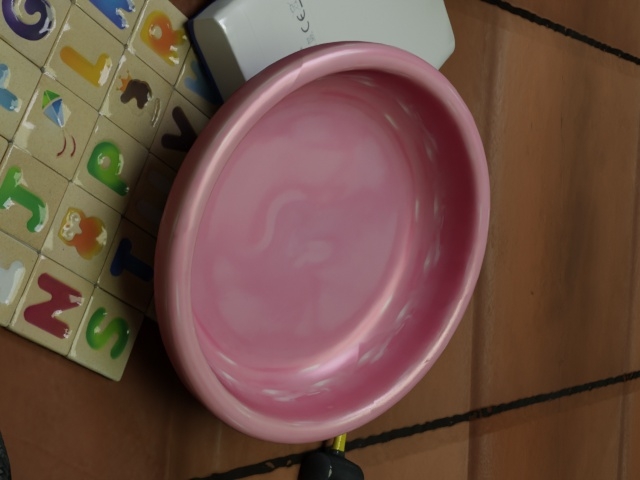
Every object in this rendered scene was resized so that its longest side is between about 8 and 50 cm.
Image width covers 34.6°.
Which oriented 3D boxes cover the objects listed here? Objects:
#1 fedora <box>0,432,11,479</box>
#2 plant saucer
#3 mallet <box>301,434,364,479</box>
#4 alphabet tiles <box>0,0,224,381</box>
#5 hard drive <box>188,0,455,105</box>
[{"bbox_3d":[-0.307,0.148,0.438,0.334,0.334,0.152,-27,145,-48],"label":"fedora"},{"bbox_3d":[0.000,0.000,0.849,0.332,0.084,0.332,-15,115,-35],"label":"plant saucer"},{"bbox_3d":[0.020,0.155,1.006,0.062,0.039,0.189,20,73,-49],"label":"mallet"},{"bbox_3d":[-0.173,-0.069,0.747,0.342,0.011,0.285,39,63,-47],"label":"alphabet tiles"},{"bbox_3d":[0.019,-0.187,0.952,0.318,0.040,0.210,-52,131,-38],"label":"hard drive"}]
